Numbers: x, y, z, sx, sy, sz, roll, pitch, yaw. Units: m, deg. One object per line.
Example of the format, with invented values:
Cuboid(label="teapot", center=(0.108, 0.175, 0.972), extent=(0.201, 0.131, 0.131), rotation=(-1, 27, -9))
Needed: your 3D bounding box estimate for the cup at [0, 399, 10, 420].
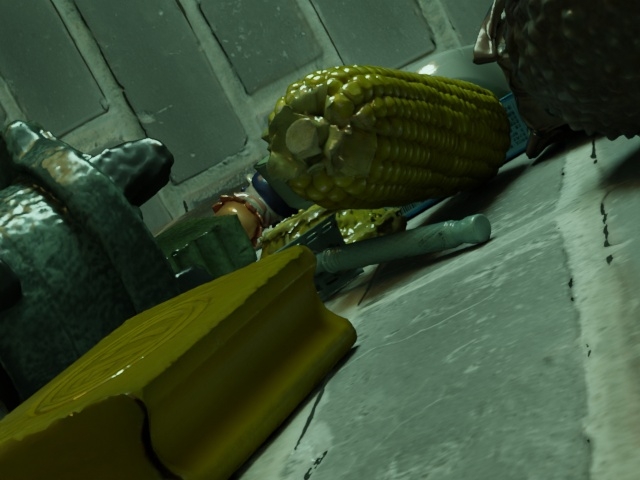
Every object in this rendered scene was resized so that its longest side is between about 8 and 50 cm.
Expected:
Cuboid(label="cup", center=(-0.448, 0.149, 1.696), extent=(0.227, 0.257, 0.301), rotation=(-27, 4, -7))

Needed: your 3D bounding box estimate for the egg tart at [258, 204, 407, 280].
Cuboid(label="egg tart", center=(0.000, 0.000, 1.769), extent=(0.191, 0.074, 0.191), rotation=(-31, 5, 3))

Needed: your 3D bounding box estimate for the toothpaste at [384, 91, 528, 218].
Cuboid(label="toothpaste", center=(0.166, -0.101, 1.886), extent=(0.267, 0.065, 0.050), rotation=(-30, 2, -15))

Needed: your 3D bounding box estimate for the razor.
Cuboid(label="razor", center=(0.062, 0.009, 1.533), extent=(0.232, 0.068, 0.106), rotation=(-12, 18, 48))

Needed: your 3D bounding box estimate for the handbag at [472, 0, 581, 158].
Cuboid(label="handbag", center=(0.291, -0.212, 1.741), extent=(0.252, 0.190, 0.193), rotation=(-21, 22, 37))

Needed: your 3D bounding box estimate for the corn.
Cuboid(label="corn", center=(0.080, -0.103, 1.664), extent=(0.144, 0.144, 0.387), rotation=(-25, -9, 32))

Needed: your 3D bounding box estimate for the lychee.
Cuboid(label="lychee", center=(0.286, -0.223, 1.427), extent=(0.300, 0.300, 0.300), rotation=(-28, 6, 3))

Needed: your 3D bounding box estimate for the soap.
Cuboid(label="soap", center=(-0.122, 0.121, 1.206), extent=(0.204, 0.096, 0.324), rotation=(-25, 7, 25))

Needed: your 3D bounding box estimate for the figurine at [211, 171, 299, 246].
Cuboid(label="figurine", center=(-0.076, -0.046, 2.401), extent=(0.102, 0.111, 0.195), rotation=(-46, -3, 40))

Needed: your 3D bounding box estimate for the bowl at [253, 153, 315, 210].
Cuboid(label="bowl", center=(0.025, -0.107, 2.319), extent=(0.211, 0.112, 0.211), rotation=(-28, 5, 3))

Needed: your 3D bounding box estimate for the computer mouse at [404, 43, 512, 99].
Cuboid(label="computer mouse", center=(0.194, -0.165, 2.033), extent=(0.297, 0.121, 0.184), rotation=(-13, -19, -48))

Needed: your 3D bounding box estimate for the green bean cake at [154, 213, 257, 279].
Cuboid(label="green bean cake", center=(-0.187, 0.042, 2.127), extent=(0.183, 0.094, 0.185), rotation=(-31, 7, -24))

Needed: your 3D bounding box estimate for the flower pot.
Cuboid(label="flower pot", center=(-0.286, 0.020, 1.815), extent=(0.283, 0.299, 0.299), rotation=(-35, 9, -24))
